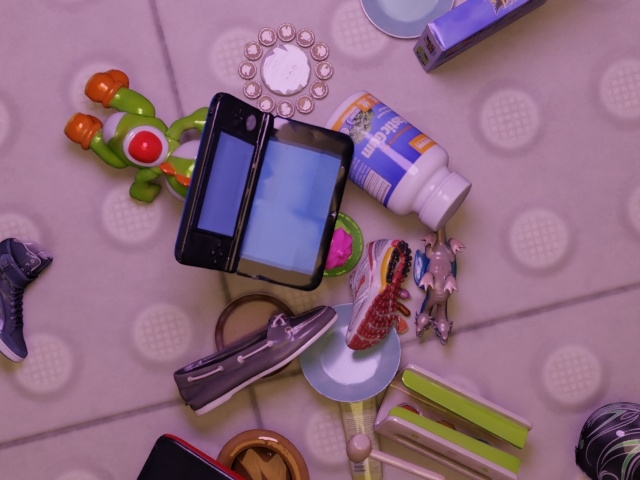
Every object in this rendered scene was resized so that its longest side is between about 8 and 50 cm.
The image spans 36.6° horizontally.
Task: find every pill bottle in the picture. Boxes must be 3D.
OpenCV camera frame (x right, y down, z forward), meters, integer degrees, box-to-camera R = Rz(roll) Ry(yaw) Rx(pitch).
[{"bbox_3d":[0.139,-0.142,1.783,0.272,0.152,0.152,38,91,13],"label":"pill bottle"}]

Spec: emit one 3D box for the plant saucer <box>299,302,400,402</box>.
[{"bbox_3d":[0.058,0.218,1.858,0.195,0.037,0.195,-2,69,5],"label":"plant saucer"}]

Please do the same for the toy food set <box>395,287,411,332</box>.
[{"bbox_3d":[0.142,0.129,1.885,0.078,0.019,0.122,-14,92,-1],"label":"toy food set"}]

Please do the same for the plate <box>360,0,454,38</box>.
[{"bbox_3d":[0.166,-0.483,1.867,0.188,0.024,0.188,0,92,-2],"label":"plate"}]

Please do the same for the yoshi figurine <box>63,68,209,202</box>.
[{"bbox_3d":[-0.280,-0.167,1.820,0.362,0.203,0.203,32,57,10],"label":"yoshi figurine"}]

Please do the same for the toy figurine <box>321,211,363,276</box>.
[{"bbox_3d":[0.000,0.000,1.810,0.173,0.159,0.130,22,91,-1],"label":"toy figurine"}]

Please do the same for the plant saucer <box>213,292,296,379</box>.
[{"bbox_3d":[-0.122,0.185,1.878,0.169,0.029,0.168,0,91,-1],"label":"plant saucer"}]

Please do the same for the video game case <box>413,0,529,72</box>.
[{"bbox_3d":[0.307,-0.415,1.761,0.270,0.244,0.061,-31,92,0],"label":"video game case"}]

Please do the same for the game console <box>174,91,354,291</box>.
[{"bbox_3d":[-0.090,-0.076,1.644,0.173,0.250,0.293,13,89,23],"label":"game console"}]

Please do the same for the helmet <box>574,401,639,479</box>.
[{"bbox_3d":[0.581,0.386,1.832,0.169,0.169,0.161,24,108,-2],"label":"helmet"}]

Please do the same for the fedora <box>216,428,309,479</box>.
[{"bbox_3d":[-0.111,0.456,1.860,0.194,0.079,0.194,0,86,2],"label":"fedora"}]

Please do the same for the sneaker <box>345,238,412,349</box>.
[{"bbox_3d":[0.098,0.103,1.845,0.093,0.088,0.225,10,72,41],"label":"sneaker"}]

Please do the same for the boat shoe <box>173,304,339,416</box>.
[{"bbox_3d":[-0.125,0.204,1.809,0.335,0.112,0.095,-34,97,4],"label":"boat shoe"}]

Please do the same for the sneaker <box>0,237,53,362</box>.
[{"bbox_3d":[-0.569,0.105,1.837,0.163,0.086,0.226,-26,91,2],"label":"sneaker"}]

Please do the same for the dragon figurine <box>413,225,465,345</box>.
[{"bbox_3d":[0.224,0.051,1.852,0.085,0.144,0.289,5,72,0],"label":"dragon figurine"}]

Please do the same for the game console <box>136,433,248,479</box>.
[{"bbox_3d":[-0.233,0.596,1.812,0.342,0.060,0.386,30,105,4],"label":"game console"}]

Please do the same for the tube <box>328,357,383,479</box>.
[{"bbox_3d":[0.078,0.345,1.876,0.070,0.062,0.240,-5,86,-44],"label":"tube"}]

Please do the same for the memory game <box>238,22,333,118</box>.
[{"bbox_3d":[-0.067,-0.328,1.872,0.186,0.012,0.186,0,92,-1],"label":"memory game"}]

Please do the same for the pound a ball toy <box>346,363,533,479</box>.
[{"bbox_3d":[0.212,0.382,1.821,0.319,0.135,0.208,25,60,-3],"label":"pound a ball toy"}]
